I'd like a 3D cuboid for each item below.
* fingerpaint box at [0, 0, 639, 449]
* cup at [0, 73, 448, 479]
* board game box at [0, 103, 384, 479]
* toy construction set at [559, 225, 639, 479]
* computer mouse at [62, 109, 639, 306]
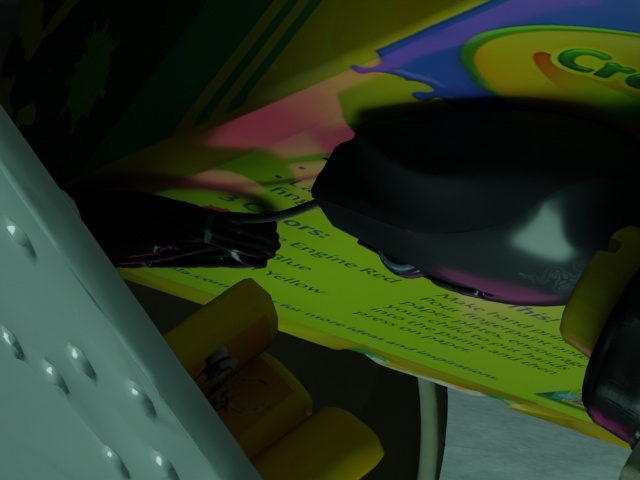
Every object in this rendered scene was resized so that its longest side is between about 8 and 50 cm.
[{"bbox_3d":[0.156,-0.041,0.691,0.444,0.163,0.371,20,161,-28],"label":"fingerpaint box"},{"bbox_3d":[-0.073,0.064,1.009,0.331,0.331,0.237,5,-171,16],"label":"cup"},{"bbox_3d":[-0.167,-0.041,0.661,0.390,0.050,0.390,56,156,-1],"label":"board game box"},{"bbox_3d":[0.191,0.081,0.487,0.308,0.257,0.237,-22,137,-19],"label":"toy construction set"},{"bbox_3d":[0.000,0.000,0.571,0.242,0.041,0.071,-6,156,44],"label":"computer mouse"}]
